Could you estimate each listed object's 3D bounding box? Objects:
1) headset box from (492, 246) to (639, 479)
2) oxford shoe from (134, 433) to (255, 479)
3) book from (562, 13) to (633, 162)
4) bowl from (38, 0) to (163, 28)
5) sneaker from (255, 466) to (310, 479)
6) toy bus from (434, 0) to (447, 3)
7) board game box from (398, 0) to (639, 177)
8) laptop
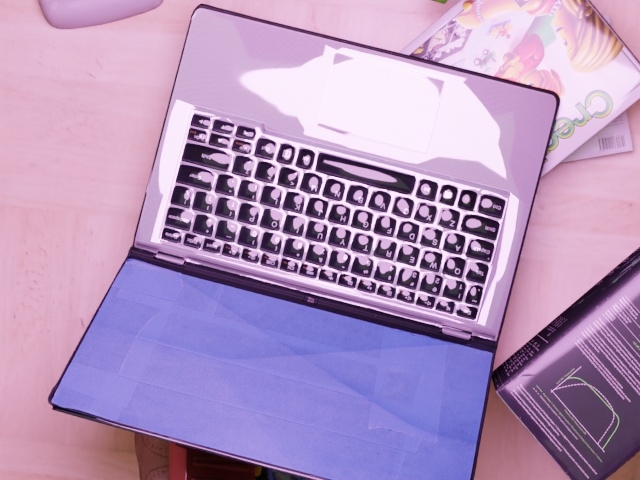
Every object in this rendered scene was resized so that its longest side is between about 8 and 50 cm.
[{"bbox_3d":[0.314,0.096,1.574,0.283,0.246,0.131,-41,86,2],"label":"headset box"},{"bbox_3d":[-0.147,0.151,1.673,0.130,0.123,0.348,-15,67,45],"label":"oxford shoe"},{"bbox_3d":[0.267,-0.156,1.685,0.096,0.035,0.144,-9,90,3],"label":"book"},{"bbox_3d":[-0.244,-0.304,1.714,0.142,0.053,0.142,-12,88,6],"label":"bowl"},{"bbox_3d":[-0.028,0.260,1.697,0.082,0.069,0.209,-14,77,-30],"label":"sneaker"},{"bbox_3d":[0.158,-0.343,1.646,0.104,0.202,0.191,11,115,-37],"label":"toy bus"},{"bbox_3d":[0.165,-0.137,1.658,0.305,0.053,0.193,-40,87,13],"label":"board game box"},{"bbox_3d":[0.000,0.000,1.512,0.382,0.236,0.408,15,89,3],"label":"laptop"}]
